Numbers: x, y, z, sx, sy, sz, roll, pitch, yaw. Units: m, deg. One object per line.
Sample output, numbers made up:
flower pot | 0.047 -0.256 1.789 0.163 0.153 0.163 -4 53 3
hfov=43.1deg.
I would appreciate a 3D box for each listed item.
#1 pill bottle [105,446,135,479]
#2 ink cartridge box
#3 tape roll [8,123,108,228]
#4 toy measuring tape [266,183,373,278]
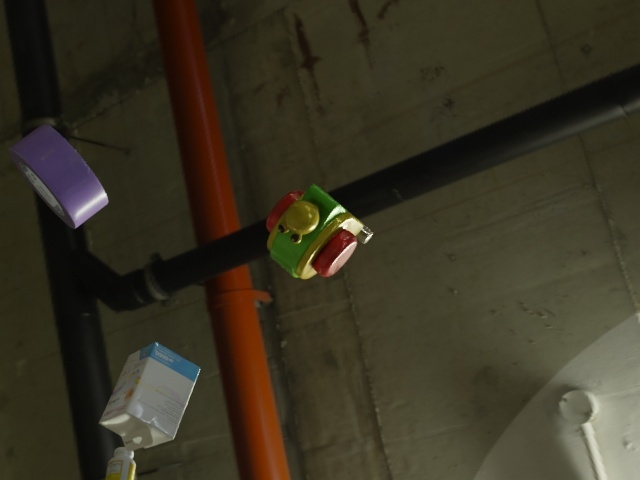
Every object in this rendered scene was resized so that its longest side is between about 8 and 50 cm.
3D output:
pill bottle | -0.312 0.367 1.263 0.043 0.043 0.083 -30 -142 27
ink cartridge box | -0.266 0.248 1.253 0.092 0.090 0.143 -29 -147 43
tape roll | -0.488 -0.119 1.513 0.080 0.189 0.189 -42 -122 -19
toy measuring tape | 0.000 0.000 1.116 0.121 0.330 0.121 -1 -97 12
